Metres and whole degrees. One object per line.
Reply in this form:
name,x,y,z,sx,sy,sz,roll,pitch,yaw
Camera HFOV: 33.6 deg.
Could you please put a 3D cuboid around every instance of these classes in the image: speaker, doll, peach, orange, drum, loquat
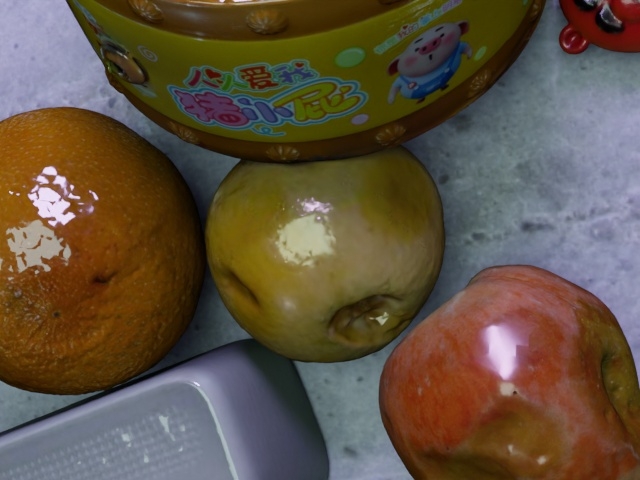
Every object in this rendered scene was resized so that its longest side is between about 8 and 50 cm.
speaker,-0.212,0.236,0.977,0.406,0.184,0.183,-23,83,15
doll,0.282,-0.247,0.894,0.217,0.085,0.183,-36,81,4
peach,0.171,0.140,0.865,0.214,0.214,0.235,-41,90,12
orange,-0.227,0.006,0.954,0.264,0.264,0.264,0,89,16
drum,-0.021,-0.283,0.833,0.431,0.214,0.431,-3,64,7
loquat,0.003,-0.004,0.913,0.213,0.213,0.213,0,89,16
